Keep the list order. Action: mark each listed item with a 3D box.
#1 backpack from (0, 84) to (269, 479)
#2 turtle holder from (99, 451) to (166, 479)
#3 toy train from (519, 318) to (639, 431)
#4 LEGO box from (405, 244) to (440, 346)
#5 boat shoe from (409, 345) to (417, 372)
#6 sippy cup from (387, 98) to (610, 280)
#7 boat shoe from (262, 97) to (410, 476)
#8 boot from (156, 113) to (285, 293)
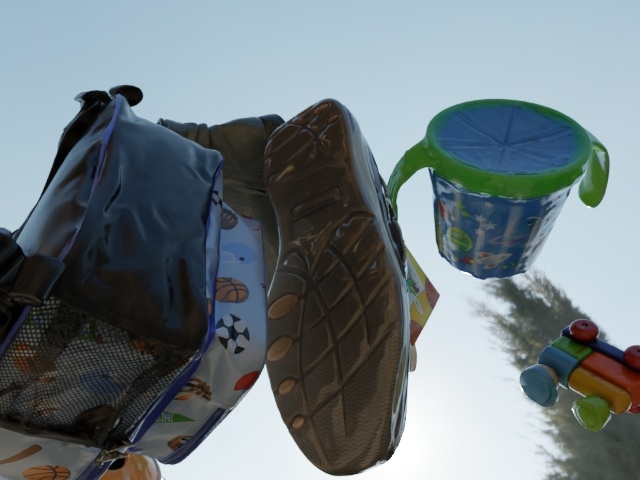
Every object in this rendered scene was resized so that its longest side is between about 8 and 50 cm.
[{"bbox_3d":[-0.172,0.056,0.443,0.213,0.276,0.263,37,-65,-24],"label":"backpack"},{"bbox_3d":[-0.428,0.438,1.008,0.320,0.243,0.227,0,-64,40],"label":"turtle holder"},{"bbox_3d":[0.420,0.222,0.809,0.143,0.248,0.105,-24,-58,-27],"label":"toy train"},{"bbox_3d":[-0.026,0.034,1.344,0.372,0.193,0.500,-22,-70,43],"label":"LEGO box"},{"bbox_3d":[0.219,0.268,1.650,0.076,0.080,0.228,-7,-93,-19],"label":"boat shoe"},{"bbox_3d":[0.272,-0.068,0.893,0.306,0.240,0.224,16,-47,21],"label":"sippy cup"},{"bbox_3d":[0.034,0.029,0.529,0.132,0.355,0.130,-21,-35,28],"label":"boat shoe"},{"bbox_3d":[-0.114,-0.027,0.679,0.161,0.083,0.246,-12,-73,-24],"label":"boot"}]
